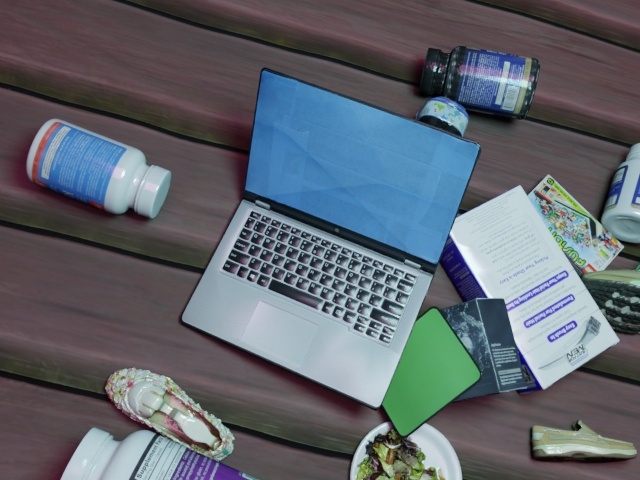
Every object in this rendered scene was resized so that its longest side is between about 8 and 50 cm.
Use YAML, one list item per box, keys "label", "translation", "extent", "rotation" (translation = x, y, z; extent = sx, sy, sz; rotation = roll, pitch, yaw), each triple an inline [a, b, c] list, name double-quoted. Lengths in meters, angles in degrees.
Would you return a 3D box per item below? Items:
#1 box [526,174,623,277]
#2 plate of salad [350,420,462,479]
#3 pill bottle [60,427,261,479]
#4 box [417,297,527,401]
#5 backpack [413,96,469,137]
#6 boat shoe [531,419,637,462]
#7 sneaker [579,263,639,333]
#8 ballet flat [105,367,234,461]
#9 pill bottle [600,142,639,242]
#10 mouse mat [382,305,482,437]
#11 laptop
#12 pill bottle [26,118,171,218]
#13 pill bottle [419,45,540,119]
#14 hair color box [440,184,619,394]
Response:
- label: "box"
  translation: [0.489, -0.020, 1.361]
  extent: [0.207, 0.036, 0.114]
  rotation: [45, 72, 6]
- label: "plate of salad"
  translation: [0.150, 0.407, 1.165]
  extent: [0.199, 0.048, 0.200]
  rotation: [3, 73, -8]
- label: "pill bottle"
  translation: [-0.225, 0.407, 1.031]
  extent: [0.322, 0.181, 0.182]
  rotation: [24, 71, -1]
- label: "box"
  translation: [0.249, 0.194, 1.180]
  extent: [0.093, 0.156, 0.158]
  rotation: [5, 68, -44]
- label: "backpack"
  translation: [0.237, -0.231, 1.342]
  extent: [0.105, 0.114, 0.084]
  rotation: [27, 71, 0]
- label: "boat shoe"
  translation: [0.474, 0.359, 1.229]
  extent: [0.189, 0.068, 0.072]
  rotation: [5, 61, -8]
- label: "sneaker"
  translation: [0.676, 0.072, 1.332]
  extent: [0.409, 0.158, 0.182]
  rotation: [4, 52, -11]
- label: "ballet flat"
  translation: [-0.245, 0.280, 1.122]
  extent: [0.240, 0.077, 0.091]
  rotation: [29, 71, 1]
- label: "pill bottle"
  translation: [0.641, -0.099, 1.370]
  extent: [0.112, 0.112, 0.187]
  rotation: [27, 68, -1]
- label: "mouse mat"
  translation: [0.168, 0.224, 1.164]
  extent: [0.189, 0.007, 0.153]
  rotation: [-43, 58, 20]
- label: "laptop"
  translation: [0.000, 0.000, 1.124]
  extent: [0.381, 0.236, 0.408]
  rotation: [22, 72, 12]
- label: "pill bottle"
  translation: [-0.383, -0.119, 1.197]
  extent: [0.221, 0.124, 0.124]
  rotation: [21, 71, -2]
- label: "pill bottle"
  translation: [0.315, -0.321, 1.370]
  extent: [0.219, 0.123, 0.123]
  rotation: [13, 71, 8]
- label: "hair color box"
  translation: [0.371, 0.090, 1.271]
  extent: [0.185, 0.110, 0.339]
  rotation: [-26, 77, -17]
